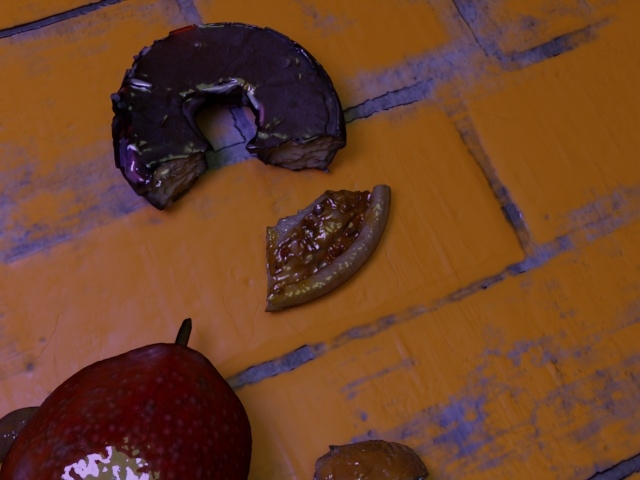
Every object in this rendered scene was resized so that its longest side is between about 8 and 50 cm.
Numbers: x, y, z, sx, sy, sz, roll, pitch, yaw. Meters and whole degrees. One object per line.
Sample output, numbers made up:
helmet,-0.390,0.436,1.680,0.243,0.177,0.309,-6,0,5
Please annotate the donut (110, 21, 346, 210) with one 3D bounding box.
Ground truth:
donut,-0.153,-0.198,1.283,0.345,0.136,0.259,-16,70,-13

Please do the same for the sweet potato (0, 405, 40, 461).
sweet potato,-0.405,0.255,1.116,0.226,0.068,0.068,-12,71,-8

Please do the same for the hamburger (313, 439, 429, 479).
hamburger,0.051,0.311,1.133,0.176,0.087,0.102,-23,75,-12

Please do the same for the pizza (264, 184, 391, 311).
pizza,0.006,0.002,1.263,0.271,0.056,0.134,-33,84,-18

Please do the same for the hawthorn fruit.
hawthorn fruit,-0.219,0.247,1.039,0.284,0.285,0.369,17,57,0
